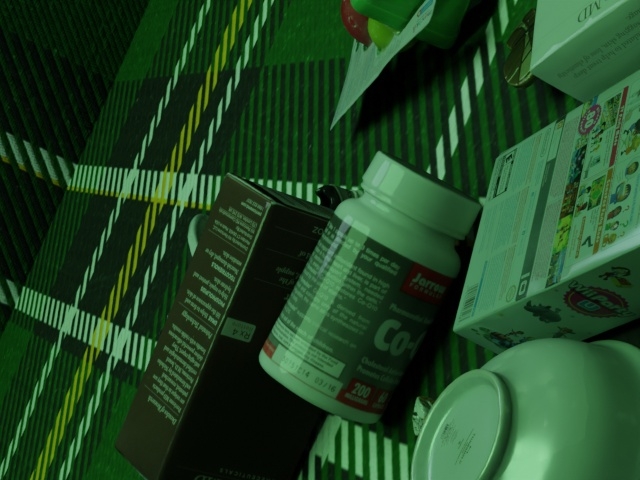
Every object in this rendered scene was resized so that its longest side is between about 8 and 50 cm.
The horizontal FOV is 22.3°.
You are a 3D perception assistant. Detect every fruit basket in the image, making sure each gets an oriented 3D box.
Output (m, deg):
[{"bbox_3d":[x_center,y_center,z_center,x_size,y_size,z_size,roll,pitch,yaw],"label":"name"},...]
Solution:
[{"bbox_3d":[0.120,-0.350,2.233,0.353,0.165,0.327,124,163,-63],"label":"fruit basket"}]

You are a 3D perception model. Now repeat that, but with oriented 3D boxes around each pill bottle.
[{"bbox_3d":[0.061,0.052,1.869,0.283,0.161,0.161,-62,22,7],"label":"pill bottle"}]

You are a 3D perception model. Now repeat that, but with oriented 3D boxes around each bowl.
[{"bbox_3d":[0.176,0.206,1.485,0.298,0.134,0.297,-48,27,35],"label":"bowl"}]

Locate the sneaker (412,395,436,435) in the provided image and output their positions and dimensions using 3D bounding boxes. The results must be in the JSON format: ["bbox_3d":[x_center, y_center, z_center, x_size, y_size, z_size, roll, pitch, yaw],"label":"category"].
[{"bbox_3d":[0.119,0.204,1.762,0.083,0.032,0.037,-106,32,-65],"label":"sneaker"}]

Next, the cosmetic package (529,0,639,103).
[{"bbox_3d":[0.346,-0.328,1.639,0.217,0.156,0.385,-36,35,47],"label":"cosmetic package"}]

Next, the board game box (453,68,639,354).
[{"bbox_3d":[0.271,-0.029,1.557,0.303,0.098,0.224,-32,36,54],"label":"board game box"}]

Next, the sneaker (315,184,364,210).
[{"bbox_3d":[0.000,0.000,2.175,0.063,0.075,0.170,-2,65,66],"label":"sneaker"}]

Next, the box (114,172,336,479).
[{"bbox_3d":[-0.086,0.129,2.015,0.143,0.191,0.381,34,104,55],"label":"box"}]

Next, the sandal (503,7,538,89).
[{"bbox_3d":[0.252,-0.220,1.890,0.072,0.049,0.180,-49,11,21],"label":"sandal"}]

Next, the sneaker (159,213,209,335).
[{"bbox_3d":[-0.188,0.085,2.465,0.147,0.105,0.295,-48,31,25],"label":"sneaker"}]
